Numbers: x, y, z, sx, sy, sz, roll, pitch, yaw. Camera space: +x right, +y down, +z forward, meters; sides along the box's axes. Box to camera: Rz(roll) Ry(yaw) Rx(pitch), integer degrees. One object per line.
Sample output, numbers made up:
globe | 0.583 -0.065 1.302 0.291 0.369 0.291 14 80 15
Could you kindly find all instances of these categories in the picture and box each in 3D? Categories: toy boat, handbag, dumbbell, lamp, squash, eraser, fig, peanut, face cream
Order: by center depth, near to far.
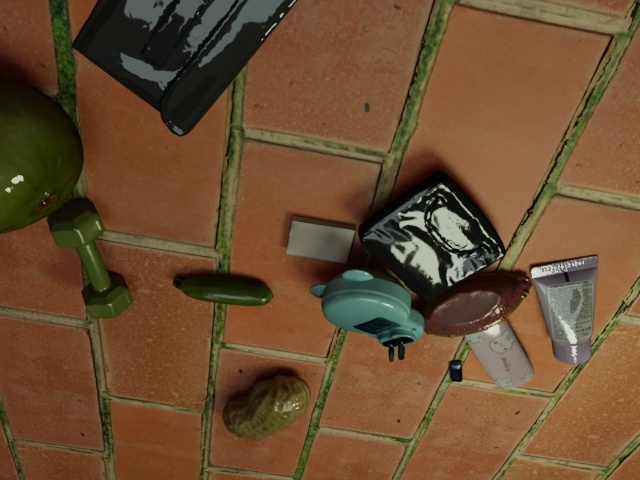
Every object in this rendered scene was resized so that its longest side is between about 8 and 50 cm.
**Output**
fig | -0.616 -0.178 1.027 0.316 0.316 0.316 2 128 2
handbag | 0.247 -0.005 1.222 0.244 0.088 0.275 -35 116 25
eraser | 0.000 0.000 1.279 0.150 0.023 0.104 9 128 -4
dumbbell | -0.534 0.052 1.299 0.108 0.121 0.302 18 133 27
lamp | 0.127 0.161 1.313 0.284 0.147 0.209 45 140 -16
toy boat | 0.353 0.157 1.342 0.318 0.099 0.141 -22 83 19
face cream | 0.600 0.169 1.345 0.154 0.096 0.274 -10 115 12
squash | -0.242 0.124 1.365 0.252 0.066 0.066 6 128 -2
peanut | -0.165 0.487 1.607 0.325 0.140 0.153 -28 104 28

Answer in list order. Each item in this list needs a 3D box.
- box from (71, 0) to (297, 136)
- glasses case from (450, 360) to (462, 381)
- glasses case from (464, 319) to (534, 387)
box | -0.173 -0.382 0.845 0.204 0.251 0.345 36 121 -22
glasses case | 0.380 0.370 1.549 0.033 0.023 0.083 -8 127 7
glasses case | 0.465 0.285 1.443 0.113 0.075 0.297 -26 123 20
